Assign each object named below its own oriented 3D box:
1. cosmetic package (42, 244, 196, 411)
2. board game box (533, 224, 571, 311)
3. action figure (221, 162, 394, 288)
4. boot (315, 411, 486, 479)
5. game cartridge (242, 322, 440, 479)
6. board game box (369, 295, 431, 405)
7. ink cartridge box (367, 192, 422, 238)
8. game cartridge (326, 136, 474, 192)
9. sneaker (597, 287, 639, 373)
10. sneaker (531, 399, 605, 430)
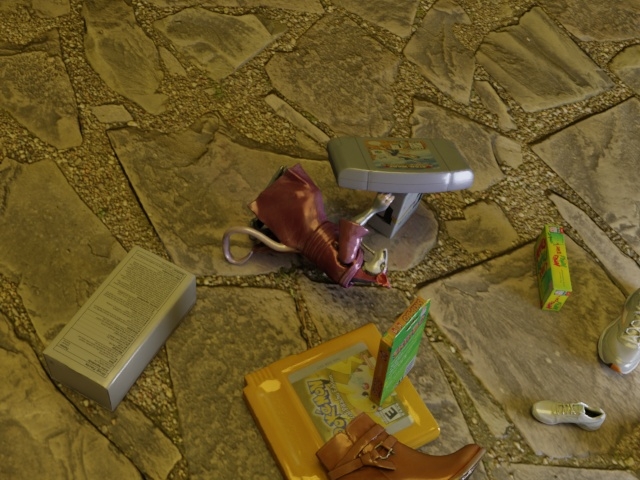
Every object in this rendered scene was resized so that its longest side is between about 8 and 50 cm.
[{"bbox_3d":[-0.404,0.175,1.689,0.160,0.113,0.309,27,56,12],"label":"cosmetic package"},{"bbox_3d":[0.537,0.063,1.903,0.043,0.092,0.181,5,53,-2],"label":"board game box"},{"bbox_3d":[0.000,0.000,1.786,0.370,0.248,0.276,39,59,23],"label":"action figure"},{"bbox_3d":[0.152,0.412,1.547,0.283,0.109,0.220,-33,60,-19],"label":"boot"},{"bbox_3d":[0.035,0.340,1.662,0.324,0.052,0.285,-20,59,-22],"label":"game cartridge"},{"bbox_3d":[0.152,0.212,1.579,0.039,0.259,0.124,35,58,19],"label":"board game box"},{"bbox_3d":[0.189,-0.107,1.933,0.072,0.175,0.127,34,57,14],"label":"ink cartridge box"},{"bbox_3d":[0.173,-0.166,1.786,0.297,0.062,0.198,0,25,-9],"label":"game cartridge"},{"bbox_3d":[0.704,0.177,1.823,0.099,0.121,0.262,29,56,15],"label":"sneaker"},{"bbox_3d":[0.517,0.355,1.706,0.152,0.061,0.053,8,55,1],"label":"sneaker"}]
